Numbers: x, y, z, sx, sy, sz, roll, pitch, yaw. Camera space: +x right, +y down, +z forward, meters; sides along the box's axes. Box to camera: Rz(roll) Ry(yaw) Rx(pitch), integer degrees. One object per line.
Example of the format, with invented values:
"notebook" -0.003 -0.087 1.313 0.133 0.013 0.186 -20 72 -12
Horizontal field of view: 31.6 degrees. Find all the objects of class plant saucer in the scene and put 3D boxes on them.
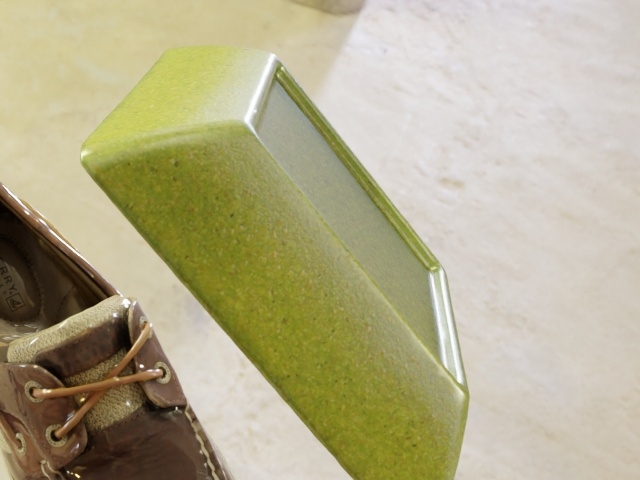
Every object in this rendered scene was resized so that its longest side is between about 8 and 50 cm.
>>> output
"plant saucer" 0.000 0.000 0.459 0.188 0.045 0.188 51 14 -15

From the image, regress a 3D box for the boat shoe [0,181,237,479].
"boat shoe" -0.151 0.086 0.696 0.123 0.123 0.342 -27 64 -18
